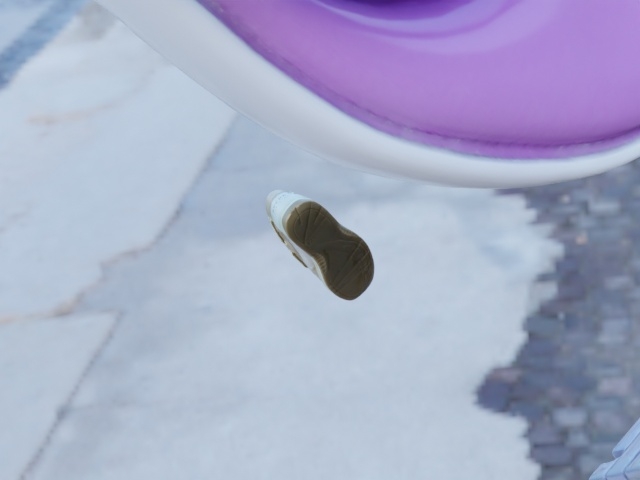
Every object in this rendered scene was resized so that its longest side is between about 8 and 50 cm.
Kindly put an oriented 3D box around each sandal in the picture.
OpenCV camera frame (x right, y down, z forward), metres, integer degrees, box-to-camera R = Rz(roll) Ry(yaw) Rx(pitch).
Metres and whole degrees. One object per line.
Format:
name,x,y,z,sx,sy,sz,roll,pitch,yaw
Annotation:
sandal,-0.004,-0.122,0.388,0.416,0.169,0.102,24,-13,-40

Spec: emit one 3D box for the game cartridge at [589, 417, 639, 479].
game cartridge,0.413,0.102,1.559,0.355,0.068,0.230,-45,7,-22

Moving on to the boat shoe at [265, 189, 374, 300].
boat shoe,0.000,0.000,1.381,0.050,0.135,0.045,-46,48,-8
